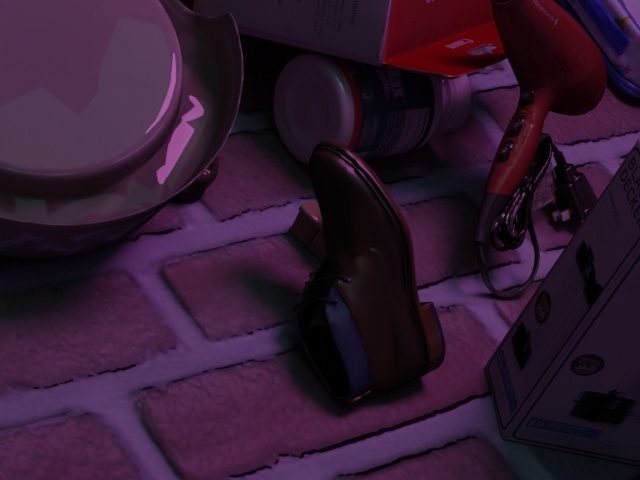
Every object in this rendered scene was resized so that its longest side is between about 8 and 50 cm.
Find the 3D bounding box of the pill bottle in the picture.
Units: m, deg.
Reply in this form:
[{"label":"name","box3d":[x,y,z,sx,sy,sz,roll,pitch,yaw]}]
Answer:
[{"label":"pill bottle","box3d":[0.054,-0.134,1.756,0.180,0.108,0.108,-11,53,-40]}]

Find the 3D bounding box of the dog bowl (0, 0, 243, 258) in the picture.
[{"label":"dog bowl","box3d":[-0.243,-0.140,1.515,0.348,0.102,0.349,9,58,-15]}]

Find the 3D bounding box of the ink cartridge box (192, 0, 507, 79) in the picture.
[{"label":"ink cartridge box","box3d":[0.071,-0.266,1.777,0.271,0.130,0.309,16,21,21]}]

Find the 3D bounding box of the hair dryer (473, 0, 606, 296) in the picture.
[{"label":"hair dryer","box3d":[0.208,-0.113,1.708,0.080,0.294,0.223,0,23,30]}]

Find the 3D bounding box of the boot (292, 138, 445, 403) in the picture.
[{"label":"boot","box3d":[0.022,0.029,1.526,0.106,0.082,0.219,-28,95,-38]}]

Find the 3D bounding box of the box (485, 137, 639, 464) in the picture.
[{"label":"box","box3d":[0.278,0.059,1.532,0.169,0.290,0.087,14,40,-20]}]

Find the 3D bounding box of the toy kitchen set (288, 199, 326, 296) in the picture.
[{"label":"toy kitchen set","box3d":[0.000,0.000,1.603,0.083,0.068,0.075,44,41,19]}]

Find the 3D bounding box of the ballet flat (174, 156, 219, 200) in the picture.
[{"label":"ballet flat","box3d":[-0.205,-0.104,1.598,0.249,0.058,0.084,21,38,-11]}]

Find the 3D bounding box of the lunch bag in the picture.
[{"label":"lunch bag","box3d":[0.379,-0.255,2.108,0.176,0.090,0.219,-1,47,-34]}]

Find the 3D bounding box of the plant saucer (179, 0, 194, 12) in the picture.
[{"label":"plant saucer","box3d":[-0.187,-0.359,1.775,0.333,0.081,0.333,-34,94,-49]}]
